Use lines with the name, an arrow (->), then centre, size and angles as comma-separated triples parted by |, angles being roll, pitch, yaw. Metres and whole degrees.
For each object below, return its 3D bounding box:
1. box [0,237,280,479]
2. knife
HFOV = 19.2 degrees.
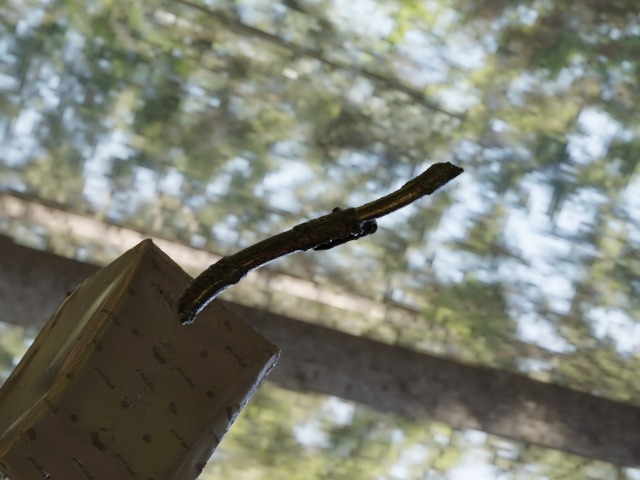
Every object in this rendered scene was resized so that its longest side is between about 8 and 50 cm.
box -> -0.221, 0.186, 1.918 | 0.225, 0.190, 0.297 | -31, -158, 56
knife -> -0.003, -0.002, 1.276 | 0.222, 0.021, 0.045 | -27, -147, -14
